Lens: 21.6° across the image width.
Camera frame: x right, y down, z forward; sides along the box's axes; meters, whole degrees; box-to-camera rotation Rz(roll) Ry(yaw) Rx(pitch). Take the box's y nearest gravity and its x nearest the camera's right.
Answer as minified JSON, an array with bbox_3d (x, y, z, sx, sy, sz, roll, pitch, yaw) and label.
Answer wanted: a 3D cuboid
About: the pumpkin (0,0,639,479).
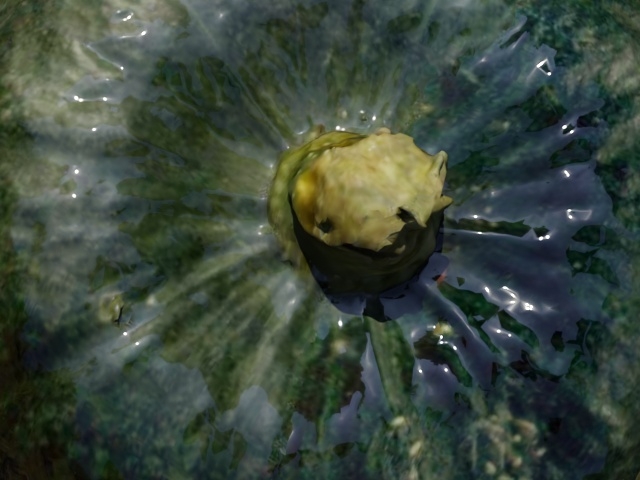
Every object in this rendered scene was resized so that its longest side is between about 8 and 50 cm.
[{"bbox_3d":[-0.002,0.000,0.423,0.212,0.152,0.211,-1,80,4],"label":"pumpkin"}]
